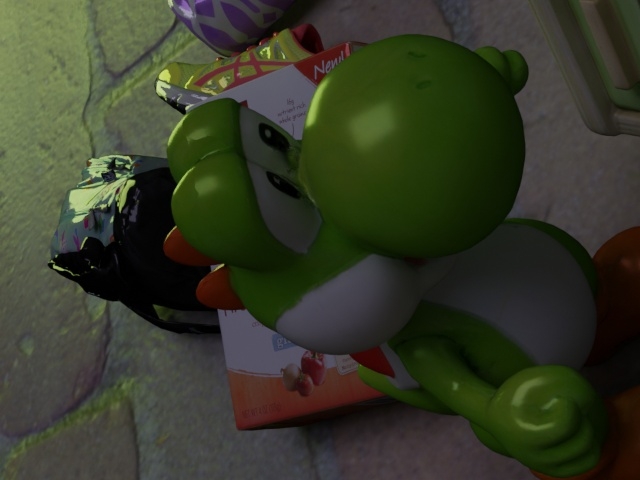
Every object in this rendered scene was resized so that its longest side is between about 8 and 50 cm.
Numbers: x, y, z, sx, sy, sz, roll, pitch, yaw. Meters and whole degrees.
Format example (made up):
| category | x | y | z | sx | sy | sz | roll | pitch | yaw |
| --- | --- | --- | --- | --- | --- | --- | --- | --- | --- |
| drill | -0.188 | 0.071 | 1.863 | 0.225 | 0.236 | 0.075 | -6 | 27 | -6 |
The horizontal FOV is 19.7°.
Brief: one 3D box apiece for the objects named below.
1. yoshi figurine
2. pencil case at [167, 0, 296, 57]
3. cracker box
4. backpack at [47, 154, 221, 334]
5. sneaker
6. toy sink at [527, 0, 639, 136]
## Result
| category | x | y | z | sx | sy | sz | roll | pitch | yaw |
| --- | --- | --- | --- | --- | --- | --- | --- | --- | --- |
| yoshi figurine | 0.089 | 0.008 | 0.965 | 0.203 | 0.362 | 0.203 | 32 | 93 | 49 |
| pencil case | -0.028 | -0.234 | 1.420 | 0.206 | 0.086 | 0.088 | -42 | 11 | 20 |
| cracker box | 0.000 | 0.000 | 1.233 | 0.156 | 0.067 | 0.232 | -18 | 76 | 39 |
| backpack | -0.122 | -0.003 | 1.368 | 0.182 | 0.152 | 0.115 | 0 | 65 | 59 |
| sneaker | -0.034 | -0.118 | 1.374 | 0.208 | 0.081 | 0.094 | 13 | 80 | 36 |
| toy sink | 0.205 | -0.147 | 1.052 | 0.131 | 0.153 | 0.234 | -45 | 37 | -23 |
